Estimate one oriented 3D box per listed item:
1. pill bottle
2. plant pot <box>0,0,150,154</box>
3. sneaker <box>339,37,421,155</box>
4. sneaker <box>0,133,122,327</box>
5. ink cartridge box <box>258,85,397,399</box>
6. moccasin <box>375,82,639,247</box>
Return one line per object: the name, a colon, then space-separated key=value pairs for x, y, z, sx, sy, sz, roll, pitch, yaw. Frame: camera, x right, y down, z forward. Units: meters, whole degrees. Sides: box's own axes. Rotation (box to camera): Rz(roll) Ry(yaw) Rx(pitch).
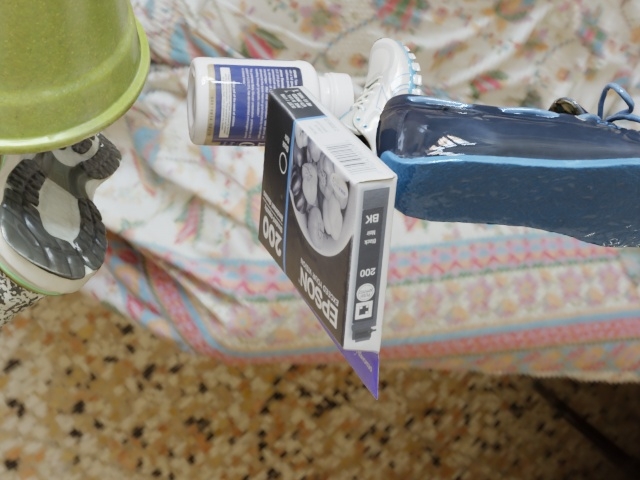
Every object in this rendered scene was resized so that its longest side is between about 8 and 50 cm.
pill bottle: x=-0.054 y=-0.147 z=1.316 sx=0.169 sy=0.094 sz=0.094 roll=0 pitch=120 yaw=-13
plant pot: x=-0.292 y=-0.266 z=1.148 sx=0.276 sy=0.276 sz=0.254 roll=-21 pitch=147 yaw=-26
sneaker: x=0.056 y=-0.132 z=1.280 sx=0.083 sy=0.190 sz=0.071 roll=12 pitch=154 yaw=-26
sneaker: x=-0.344 y=-0.040 z=1.387 sx=0.158 sy=0.410 sz=0.182 roll=40 pitch=110 yaw=-22
ink cartridge box: x=0.000 y=0.000 z=1.050 sx=0.045 sy=0.206 sz=0.208 roll=-8 pitch=119 yaw=-20
moccasin: x=0.216 y=-0.081 z=1.080 sx=0.342 sy=0.116 sz=0.137 roll=9 pitch=140 yaw=-19
